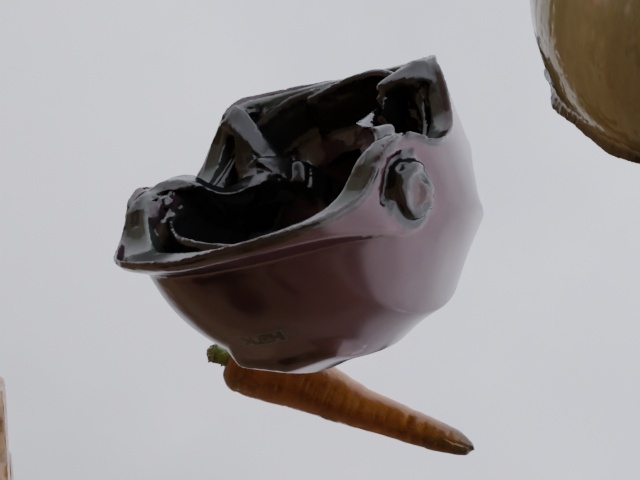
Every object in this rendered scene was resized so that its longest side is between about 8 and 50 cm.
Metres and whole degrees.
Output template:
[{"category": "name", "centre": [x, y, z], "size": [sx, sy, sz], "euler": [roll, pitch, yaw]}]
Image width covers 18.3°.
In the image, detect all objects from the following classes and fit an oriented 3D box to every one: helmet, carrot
[{"category": "helmet", "centre": [0.000, 0.000, 1.598], "size": [0.271, 0.338, 0.197], "euler": [-10, -62, 31]}, {"category": "carrot", "centre": [0.019, 0.138, 1.779], "size": [0.256, 0.061, 0.061], "euler": [19, -36, 9]}]

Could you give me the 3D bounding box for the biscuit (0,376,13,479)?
[{"category": "biscuit", "centre": [-0.232, 0.264, 1.394], "size": [0.202, 0.047, 0.334], "euler": [97, -15, -53]}]

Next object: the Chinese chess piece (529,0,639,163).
[{"category": "Chinese chess piece", "centre": [0.221, -0.113, 0.882], "size": [0.257, 0.257, 0.104], "euler": [25, -51, 39]}]
